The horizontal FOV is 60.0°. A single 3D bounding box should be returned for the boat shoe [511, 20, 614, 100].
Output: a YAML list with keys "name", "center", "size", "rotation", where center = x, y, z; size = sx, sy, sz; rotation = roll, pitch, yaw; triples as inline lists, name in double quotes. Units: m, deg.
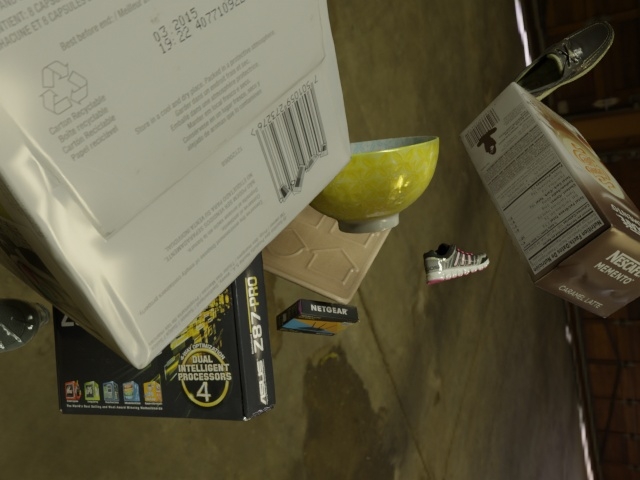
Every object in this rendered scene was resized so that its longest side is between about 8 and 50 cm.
- name: "boat shoe"
  center: [0.473, -0.347, 1.098]
  size: [0.080, 0.224, 0.073]
  rotation: [58, 26, 9]

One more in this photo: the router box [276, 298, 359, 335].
- name: "router box"
  center: [-0.009, 0.207, 1.471]
  size: [0.179, 0.133, 0.046]
  rotation: [11, 58, -30]

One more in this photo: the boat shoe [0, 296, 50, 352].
- name: "boat shoe"
  center: [-0.631, 0.145, 0.925]
  size: [0.103, 0.321, 0.118]
  rotation: [174, -91, -80]

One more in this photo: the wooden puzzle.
- name: "wooden puzzle"
  center: [0.000, 0.000, 1.503]
  size: [0.347, 0.322, 0.080]
  rotation: [-55, 158, -34]

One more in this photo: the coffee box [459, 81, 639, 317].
- name: "coffee box"
  center: [0.274, -0.052, 0.639]
  size: [0.141, 0.098, 0.246]
  rotation: [21, 39, -31]

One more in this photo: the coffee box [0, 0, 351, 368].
- name: "coffee box"
  center: [-0.215, -0.160, 0.542]
  size: [0.337, 0.334, 0.338]
  rotation: [-47, 143, -29]

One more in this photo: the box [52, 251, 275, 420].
- name: "box"
  center: [-0.273, 0.125, 0.918]
  size: [0.097, 0.395, 0.318]
  rotation: [4, 81, -64]

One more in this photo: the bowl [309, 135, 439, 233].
- name: "bowl"
  center: [0.082, -0.101, 1.042]
  size: [0.289, 0.290, 0.156]
  rotation: [-28, 115, -58]

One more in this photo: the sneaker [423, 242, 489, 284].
- name: "sneaker"
  center: [0.275, 0.037, 1.133]
  size: [0.171, 0.063, 0.074]
  rotation: [-12, 82, -30]
